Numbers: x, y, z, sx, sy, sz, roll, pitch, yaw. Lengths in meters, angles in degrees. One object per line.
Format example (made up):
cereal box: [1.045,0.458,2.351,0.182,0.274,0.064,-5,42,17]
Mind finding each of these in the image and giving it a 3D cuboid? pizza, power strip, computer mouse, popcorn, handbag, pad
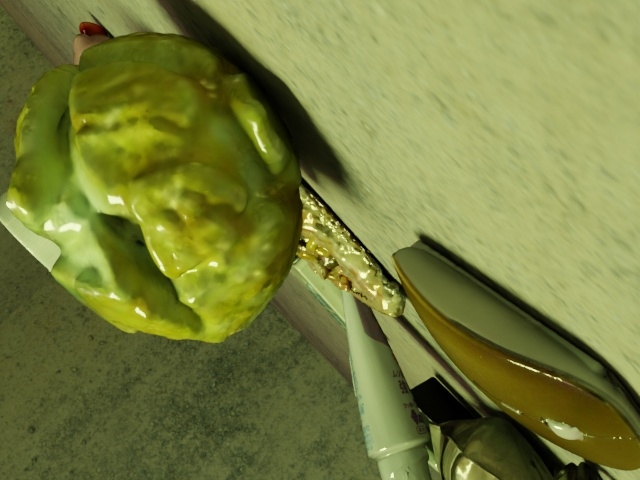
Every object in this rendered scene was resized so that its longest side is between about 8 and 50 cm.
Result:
pizza: [0.000,0.000,1.150,0.195,0.052,0.185,51,169,-32]
power strip: [0.022,0.087,1.608,0.192,0.035,0.081,47,174,-13]
computer mouse: [0.131,0.082,0.793,0.245,0.056,0.126,37,169,50]
popcorn: [-0.123,-0.039,0.945,0.276,0.226,0.276,-13,-90,-85]
handbag: [0.201,0.268,1.232,0.182,0.117,0.270,37,176,4]
pad: [0.180,0.239,1.419,0.157,0.003,0.112,45,-159,14]

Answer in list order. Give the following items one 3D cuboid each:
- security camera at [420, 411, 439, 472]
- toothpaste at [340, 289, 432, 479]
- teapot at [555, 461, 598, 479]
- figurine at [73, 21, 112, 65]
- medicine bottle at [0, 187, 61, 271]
security camera: [0.220,0.331,1.415,0.301,0.080,0.157,42,-156,31]
toothpaste: [0.064,0.149,1.283,0.114,0.073,0.299,60,-168,-71]
teapot: [0.265,0.329,1.027,0.182,0.173,0.269,-17,-89,-72]
figurine: [-0.298,-0.245,1.498,0.067,0.071,0.083,-11,146,31]
medicine bottle: [-0.220,-0.083,1.175,0.147,0.247,0.147,45,174,6]
